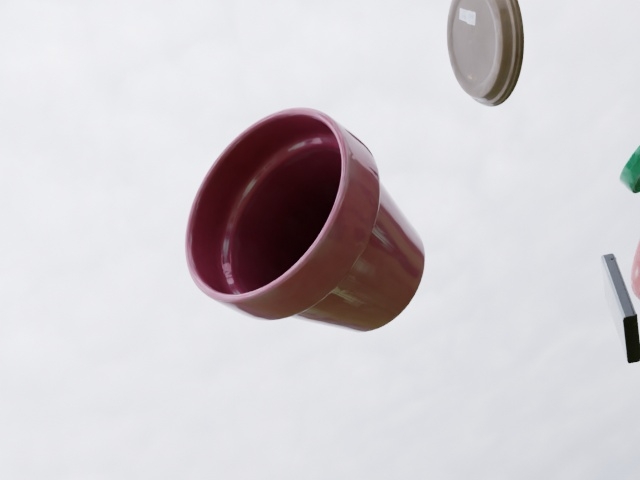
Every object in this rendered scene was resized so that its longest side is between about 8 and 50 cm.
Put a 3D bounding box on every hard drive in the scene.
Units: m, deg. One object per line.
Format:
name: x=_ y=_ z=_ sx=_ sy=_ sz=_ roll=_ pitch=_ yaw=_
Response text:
hard drive: x=0.433 y=0.097 z=1.425 sx=0.022 sy=0.135 sz=0.094 roll=-12 pitch=-52 yaw=9

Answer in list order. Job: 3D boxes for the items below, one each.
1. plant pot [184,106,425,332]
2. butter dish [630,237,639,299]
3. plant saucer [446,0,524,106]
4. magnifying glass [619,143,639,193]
plant pot: x=0.000 y=0.000 z=0.960 sx=0.201 sy=0.201 sz=0.180 roll=-48 pitch=-47 yaw=10
butter dish: x=0.380 y=0.026 z=1.019 sx=0.118 sy=0.160 sz=0.160 roll=-3 pitch=-67 yaw=-31
plant saucer: x=0.321 y=-0.405 z=1.981 sx=0.041 sy=0.278 sz=0.278 roll=-8 pitch=-42 yaw=-17
magnifying glass: x=0.383 y=-0.132 z=0.974 sx=0.231 sy=0.026 sz=0.092 roll=-44 pitch=-23 yaw=-5
